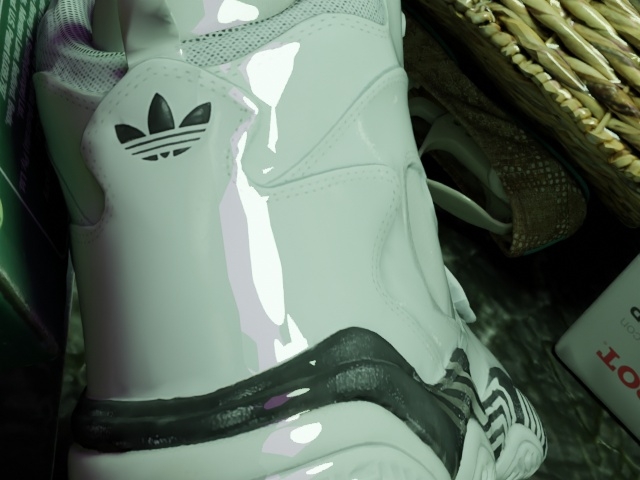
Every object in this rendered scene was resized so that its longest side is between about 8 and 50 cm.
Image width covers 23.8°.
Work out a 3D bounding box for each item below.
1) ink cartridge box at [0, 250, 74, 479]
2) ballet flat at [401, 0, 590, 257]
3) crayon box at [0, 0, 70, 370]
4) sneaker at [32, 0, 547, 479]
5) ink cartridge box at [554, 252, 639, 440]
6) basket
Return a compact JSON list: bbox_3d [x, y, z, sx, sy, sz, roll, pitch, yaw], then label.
[{"bbox_3d":[-0.190,0.069,0.606,0.165,0.065,0.332,14,47,-19],"label":"ink cartridge box"},{"bbox_3d":[0.064,-0.069,0.873,0.067,0.073,0.206,-40,74,-22],"label":"ballet flat"},{"bbox_3d":[-0.249,-0.028,0.552,0.323,0.083,0.203,-12,50,11],"label":"crayon box"},{"bbox_3d":[0.000,0.000,0.579,0.366,0.137,0.210,15,67,-77],"label":"sneaker"},{"bbox_3d":[0.303,0.015,0.793,0.198,0.270,0.197,46,47,12],"label":"ink cartridge box"},{"bbox_3d":[0.160,-0.182,0.863,0.299,0.223,0.213,45,2,8],"label":"basket"}]
